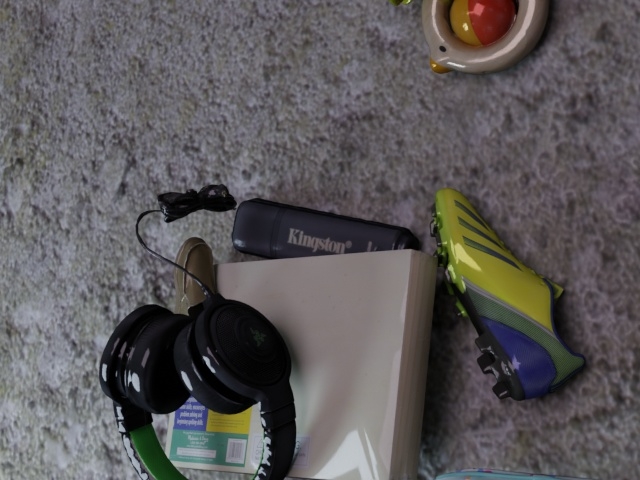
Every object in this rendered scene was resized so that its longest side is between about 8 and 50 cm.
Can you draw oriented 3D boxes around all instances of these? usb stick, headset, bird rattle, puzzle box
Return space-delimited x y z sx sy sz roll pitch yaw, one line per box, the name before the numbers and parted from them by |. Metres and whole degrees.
usb stick | 0.000 0.000 1.787 0.278 0.045 0.077 12 84 36
headset | -0.137 0.133 1.691 0.243 0.185 0.394 -6 96 35
bird rattle | 0.209 -0.307 1.709 0.254 0.143 0.206 -5 86 20
puzzle box | -0.035 0.156 1.719 0.409 0.052 0.272 -4 75 46

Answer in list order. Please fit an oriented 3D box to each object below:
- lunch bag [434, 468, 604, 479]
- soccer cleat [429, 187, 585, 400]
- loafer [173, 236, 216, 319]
lunch bag | 0.264 0.314 1.411 0.279 0.224 0.107 -2 65 40
soccer cleat | 0.212 0.054 1.617 0.121 0.093 0.289 -19 57 -4
loafer | -0.157 0.069 1.798 0.050 0.056 0.148 2 89 46
